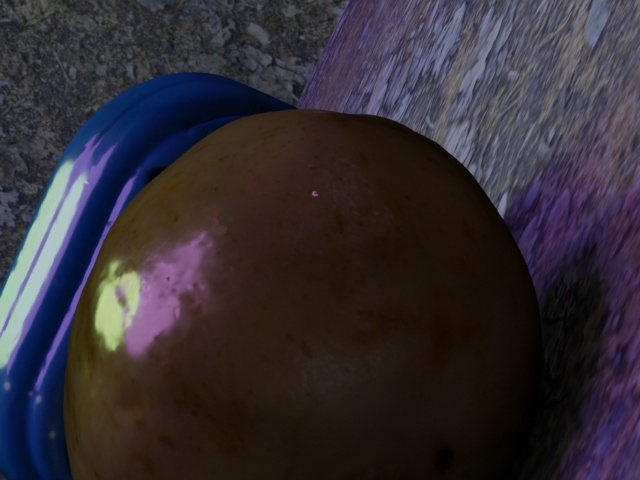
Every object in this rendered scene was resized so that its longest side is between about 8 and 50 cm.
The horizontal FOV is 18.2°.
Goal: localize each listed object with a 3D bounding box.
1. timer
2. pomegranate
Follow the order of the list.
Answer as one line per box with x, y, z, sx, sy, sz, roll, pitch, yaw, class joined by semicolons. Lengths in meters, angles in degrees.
-0.054;0.063;1.352;0.115;0.340;0.309;31;97;49;timer
-0.011;0.061;1.132;0.307;0.307;0.307;-156;90;-84;pomegranate
